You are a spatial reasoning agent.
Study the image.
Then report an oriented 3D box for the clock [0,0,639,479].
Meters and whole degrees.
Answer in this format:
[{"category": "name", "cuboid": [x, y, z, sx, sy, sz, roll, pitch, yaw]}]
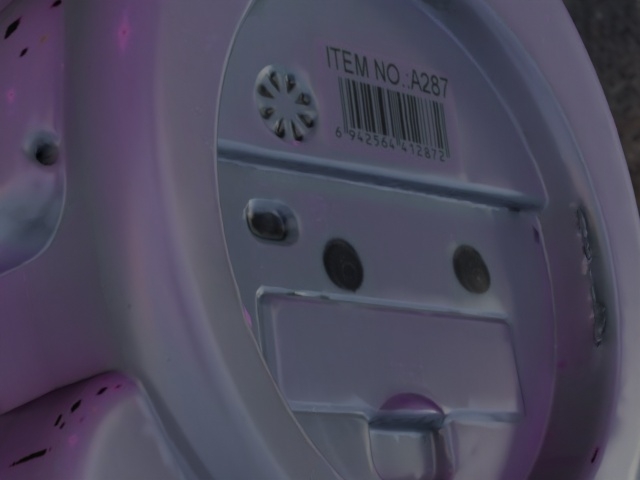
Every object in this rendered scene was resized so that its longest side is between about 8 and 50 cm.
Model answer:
[{"category": "clock", "cuboid": [0.000, 0.000, 0.482, 0.227, 0.248, 0.090, 8, 159, -43]}]
